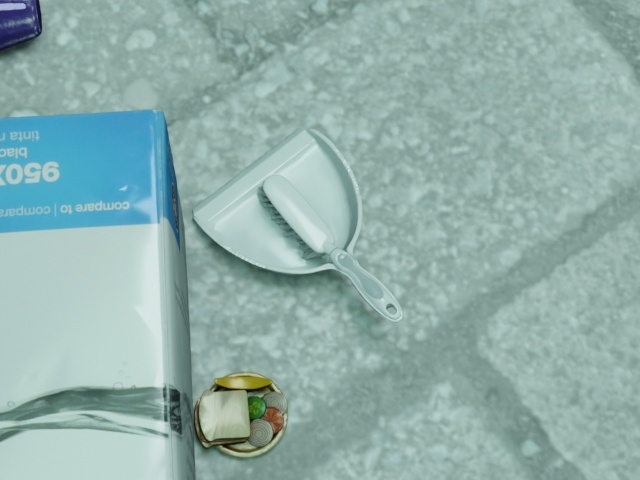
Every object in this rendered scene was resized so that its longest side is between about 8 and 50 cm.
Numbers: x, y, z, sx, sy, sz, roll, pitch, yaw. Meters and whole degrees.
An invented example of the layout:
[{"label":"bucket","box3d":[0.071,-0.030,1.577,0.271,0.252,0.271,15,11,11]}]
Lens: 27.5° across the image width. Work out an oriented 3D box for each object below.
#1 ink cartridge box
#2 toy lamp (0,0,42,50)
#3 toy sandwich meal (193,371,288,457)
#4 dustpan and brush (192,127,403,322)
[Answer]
[{"label":"ink cartridge box","box3d":[-0.183,0.135,1.014,0.166,0.285,0.394,-3,72,-4]},{"label":"toy lamp","box3d":[-0.400,-0.201,1.215,0.275,0.080,0.080,-7,73,-7]},{"label":"toy sandwich meal","box3d":[-0.070,0.151,1.151,0.086,0.029,0.085,1,72,-4]},{"label":"dustpan and brush","box3d":[0.000,0.000,1.188,0.147,0.060,0.211,-39,79,-14]}]
